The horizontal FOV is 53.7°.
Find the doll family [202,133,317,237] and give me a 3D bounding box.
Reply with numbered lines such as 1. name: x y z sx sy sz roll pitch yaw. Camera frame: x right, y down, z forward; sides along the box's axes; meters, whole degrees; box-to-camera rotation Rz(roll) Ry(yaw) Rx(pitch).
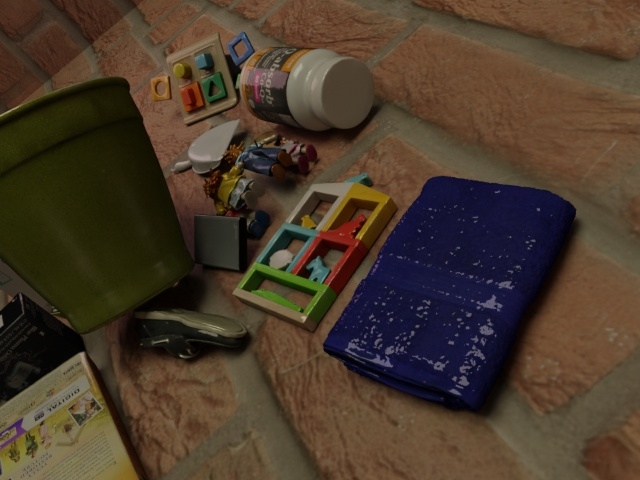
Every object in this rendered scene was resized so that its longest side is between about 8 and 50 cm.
1. doll family: -0.139 -0.131 1.219 0.163 0.118 0.263 13 61 47

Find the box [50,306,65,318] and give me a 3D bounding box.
1. box: -0.492 0.051 1.334 0.087 0.058 0.232 -9 62 40

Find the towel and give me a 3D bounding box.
1. towel: 0.168 0.058 0.811 0.228 0.076 0.308 15 62 40

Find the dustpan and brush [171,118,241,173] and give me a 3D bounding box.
1. dustpan and brush: -0.278 -0.199 1.471 0.211 0.060 0.147 -7 46 26

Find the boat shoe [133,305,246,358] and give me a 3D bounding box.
1. boat shoe: -0.215 0.157 1.044 0.233 0.084 0.079 2 91 33

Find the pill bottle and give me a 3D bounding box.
1. pill bottle: -0.031 -0.306 1.272 0.162 0.162 0.278 -51 38 -14

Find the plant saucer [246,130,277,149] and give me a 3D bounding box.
1. plant saucer: -0.124 -0.204 1.367 0.083 0.015 0.083 -24 40 21

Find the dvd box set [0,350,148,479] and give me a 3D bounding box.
1. dvd box set: -0.431 0.374 0.953 0.307 0.062 0.420 -36 36 -15

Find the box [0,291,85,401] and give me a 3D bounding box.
1. box: -0.560 0.213 1.192 0.156 0.158 0.093 -45 36 -6

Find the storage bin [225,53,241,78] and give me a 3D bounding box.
1. storage bin: -0.279 -0.446 1.697 0.135 0.098 0.091 -17 15 28

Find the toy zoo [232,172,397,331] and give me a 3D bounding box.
1. toy zoo: 0.000 0.000 1.040 0.192 0.030 0.293 15 63 47

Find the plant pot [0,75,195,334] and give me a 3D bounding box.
1. plant pot: -0.409 -0.041 1.116 0.366 0.353 0.366 -30 8 4

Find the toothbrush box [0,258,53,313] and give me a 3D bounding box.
1. toothbrush box: -0.635 -0.008 1.438 0.126 0.216 0.295 -28 40 16

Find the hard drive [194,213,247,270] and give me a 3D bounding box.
1. hard drive: -0.184 0.002 1.159 0.135 0.022 0.094 5 97 43

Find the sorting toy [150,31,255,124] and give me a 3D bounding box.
1. sorting toy: -0.316 -0.415 1.627 0.348 0.196 0.047 -14 1 29
